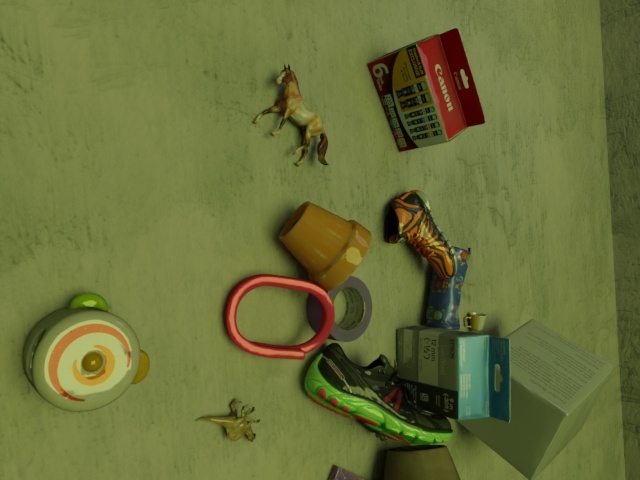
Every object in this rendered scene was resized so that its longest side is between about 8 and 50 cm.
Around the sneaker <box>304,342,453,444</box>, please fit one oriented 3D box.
[{"bbox_3d":[0.193,0.440,1.414,0.483,0.185,0.202,31,63,-16],"label":"sneaker"}]

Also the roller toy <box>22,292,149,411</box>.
[{"bbox_3d":[-0.458,0.228,0.963,0.191,0.146,0.209,-39,113,-33],"label":"roller toy"}]

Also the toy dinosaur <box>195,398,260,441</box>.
[{"bbox_3d":[-0.208,0.446,1.225,0.183,0.053,0.092,38,68,-33],"label":"toy dinosaur"}]

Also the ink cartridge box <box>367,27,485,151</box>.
[{"bbox_3d":[0.331,-0.462,1.552,0.130,0.272,0.309,-36,111,-34],"label":"ink cartridge box"}]

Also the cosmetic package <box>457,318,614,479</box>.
[{"bbox_3d":[0.762,0.550,1.783,0.394,0.329,0.327,-16,127,-38],"label":"cosmetic package"}]

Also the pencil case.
[{"bbox_3d":[0.444,0.167,1.730,0.133,0.119,0.306,24,73,-50],"label":"pencil case"}]

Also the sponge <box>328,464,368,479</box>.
[{"bbox_3d":[0.090,0.759,1.478,0.210,0.031,0.117,39,65,-32],"label":"sponge"}]

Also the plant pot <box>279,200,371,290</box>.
[{"bbox_3d":[0.000,0.000,1.331,0.188,0.205,0.205,38,65,-15],"label":"plant pot"}]

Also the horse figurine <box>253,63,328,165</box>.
[{"bbox_3d":[-0.061,-0.322,1.360,0.263,0.066,0.174,42,70,-28],"label":"horse figurine"}]

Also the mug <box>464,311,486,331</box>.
[{"bbox_3d":[0.591,0.311,1.896,0.062,0.078,0.064,-19,113,-71],"label":"mug"}]

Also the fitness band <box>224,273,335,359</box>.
[{"bbox_3d":[-0.102,0.196,1.279,0.291,0.054,0.209,11,87,-21],"label":"fitness band"}]

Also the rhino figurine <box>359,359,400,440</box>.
[{"bbox_3d":[0.195,0.485,1.545,0.106,0.073,0.243,40,63,-30],"label":"rhino figurine"}]

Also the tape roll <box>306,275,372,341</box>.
[{"bbox_3d":[0.057,0.194,1.433,0.189,0.080,0.189,1,89,-40],"label":"tape roll"}]

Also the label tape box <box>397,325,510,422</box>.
[{"bbox_3d":[0.402,0.409,1.539,0.115,0.348,0.249,2,87,-39],"label":"label tape box"}]

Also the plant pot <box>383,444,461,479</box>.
[{"bbox_3d":[0.312,0.782,1.512,0.323,0.323,0.280,10,67,-39],"label":"plant pot"}]

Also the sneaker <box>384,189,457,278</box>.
[{"bbox_3d":[0.312,0.005,1.624,0.180,0.124,0.321,-27,87,-31],"label":"sneaker"}]
